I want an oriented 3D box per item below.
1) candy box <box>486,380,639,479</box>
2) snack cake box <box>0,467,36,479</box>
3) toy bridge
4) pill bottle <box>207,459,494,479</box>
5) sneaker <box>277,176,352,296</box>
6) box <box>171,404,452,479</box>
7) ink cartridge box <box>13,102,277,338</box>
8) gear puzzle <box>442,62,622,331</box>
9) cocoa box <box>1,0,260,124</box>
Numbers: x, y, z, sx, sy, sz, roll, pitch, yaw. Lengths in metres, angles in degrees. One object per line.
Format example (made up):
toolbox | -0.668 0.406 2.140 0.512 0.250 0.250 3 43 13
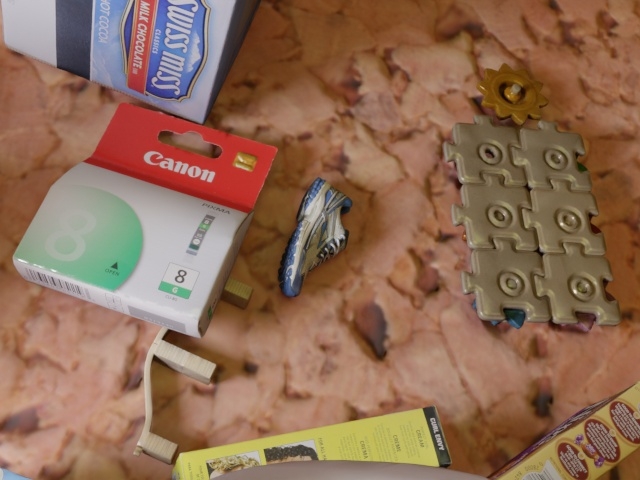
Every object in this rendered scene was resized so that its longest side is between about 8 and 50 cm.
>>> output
candy box | 0.222 0.207 0.844 0.187 0.109 0.053 -28 75 -24
snack cake box | -0.186 0.268 0.640 0.264 0.089 0.152 13 43 18
toy bridge | -0.128 0.113 0.839 0.063 0.026 0.188 25 62 0
pill bottle | 0.018 0.339 0.499 0.224 0.224 0.392 1 90 -15
sneaker | 0.000 0.000 0.914 0.058 0.052 0.135 24 62 -8
box | -0.009 0.201 0.798 0.232 0.087 0.058 -8 66 -17
ink cartridge box | -0.158 -0.037 0.870 0.181 0.056 0.224 17 64 5
gear puzzle | 0.218 -0.057 1.010 0.175 0.044 0.339 3 62 -12
cocoa box | -0.150 -0.318 0.852 0.228 0.347 0.231 22 62 -6
